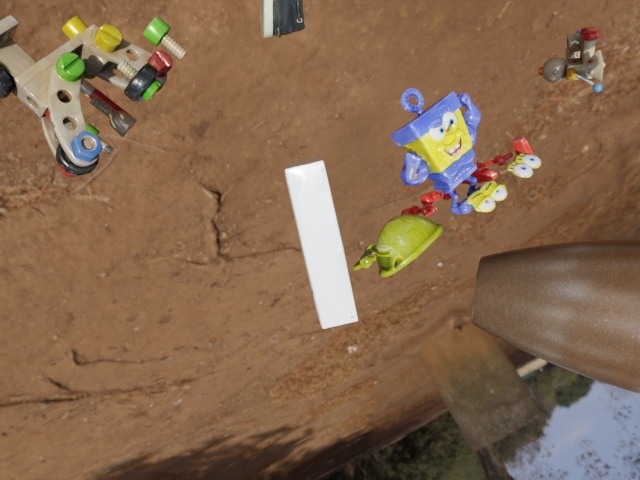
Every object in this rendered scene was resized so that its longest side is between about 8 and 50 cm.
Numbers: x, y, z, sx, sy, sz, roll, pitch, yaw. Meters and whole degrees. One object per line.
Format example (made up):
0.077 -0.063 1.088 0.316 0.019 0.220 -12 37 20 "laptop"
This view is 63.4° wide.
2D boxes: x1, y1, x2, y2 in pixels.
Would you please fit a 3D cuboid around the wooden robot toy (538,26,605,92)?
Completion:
0.357 -0.263 0.750 0.078 0.076 0.173 -4 -151 20 "wooden robot toy"

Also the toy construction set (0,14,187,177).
-0.397 -0.260 0.813 0.258 0.237 0.308 -54 -159 -8 "toy construction set"

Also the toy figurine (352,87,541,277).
0.160 -0.130 0.844 0.362 0.217 0.191 -37 -164 -19 "toy figurine"

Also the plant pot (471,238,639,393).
0.349 0.092 0.763 0.230 0.216 0.215 7 172 21 "plant pot"

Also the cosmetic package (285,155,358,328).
0.000 0.000 0.772 0.060 0.239 0.099 -13 -167 -2 "cosmetic package"

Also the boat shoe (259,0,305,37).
-0.052 -0.555 1.008 0.112 0.127 0.340 -3 139 -13 "boat shoe"
